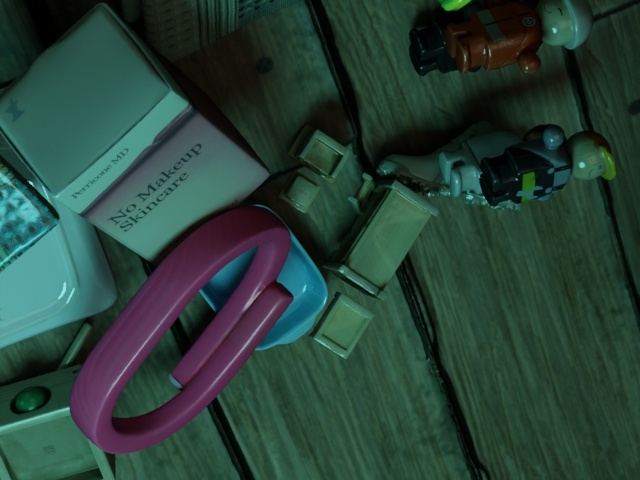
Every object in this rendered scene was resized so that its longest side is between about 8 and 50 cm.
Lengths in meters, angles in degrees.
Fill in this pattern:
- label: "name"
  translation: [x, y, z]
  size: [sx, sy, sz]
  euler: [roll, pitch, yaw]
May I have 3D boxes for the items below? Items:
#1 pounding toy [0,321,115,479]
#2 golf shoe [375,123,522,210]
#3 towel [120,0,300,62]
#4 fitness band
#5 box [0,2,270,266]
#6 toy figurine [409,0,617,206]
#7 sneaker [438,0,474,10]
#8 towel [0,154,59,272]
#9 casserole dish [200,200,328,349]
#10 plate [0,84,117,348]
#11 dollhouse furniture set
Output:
- label: "pounding toy"
  translation: [-0.276, 0.181, 1.915]
  size: [0.130, 0.100, 0.141]
  euler: [-16, 121, 2]
- label: "golf shoe"
  translation: [0.140, -0.084, 1.970]
  size: [0.176, 0.069, 0.086]
  euler: [9, 90, -29]
- label: "towel"
  translation: [-0.040, -0.303, 1.673]
  size: [0.312, 0.056, 0.324]
  euler: [-27, 160, -11]
- label: "fitness band"
  translation: [-0.132, 0.089, 1.838]
  size: [0.291, 0.054, 0.209]
  euler: [-53, 155, 11]
- label: "box"
  translation: [-0.173, -0.091, 1.721]
  size: [0.148, 0.127, 0.232]
  euler: [-42, 153, 5]
- label: "toy figurine"
  translation: [0.196, -0.143, 1.845]
  size: [0.148, 0.213, 0.210]
  euler: [-16, 96, -12]
- label: "sneaker"
  translation: [0.158, -0.364, 1.767]
  size: [0.123, 0.109, 0.296]
  euler: [18, 101, 2]
- label: "towel"
  translation: [-0.463, 0.006, 1.708]
  size: [0.370, 0.040, 0.271]
  euler: [-37, 118, 9]
- label: "casserole dish"
  translation: [-0.070, 0.033, 1.947]
  size: [0.114, 0.037, 0.188]
  euler: [-36, 125, -1]
- label: "plate"
  translation: [-0.354, 0.010, 1.803]
  size: [0.277, 0.045, 0.278]
  euler: [-22, 124, -12]
- label: "dollhouse furniture set"
  translation: [0.000, 0.000, 1.920]
  size: [0.161, 0.101, 0.182]
  euler: [34, 86, -10]
